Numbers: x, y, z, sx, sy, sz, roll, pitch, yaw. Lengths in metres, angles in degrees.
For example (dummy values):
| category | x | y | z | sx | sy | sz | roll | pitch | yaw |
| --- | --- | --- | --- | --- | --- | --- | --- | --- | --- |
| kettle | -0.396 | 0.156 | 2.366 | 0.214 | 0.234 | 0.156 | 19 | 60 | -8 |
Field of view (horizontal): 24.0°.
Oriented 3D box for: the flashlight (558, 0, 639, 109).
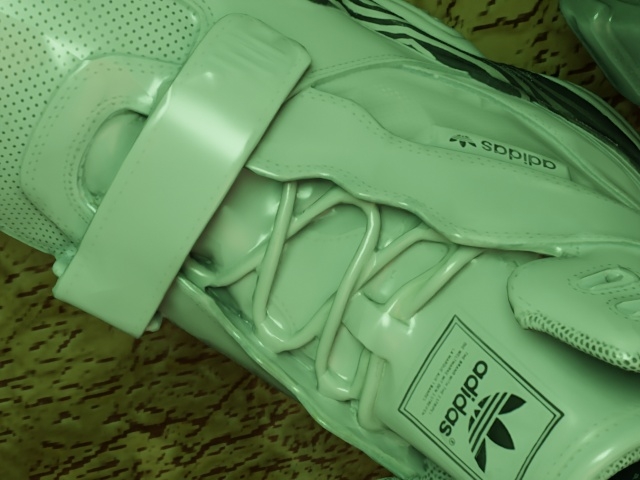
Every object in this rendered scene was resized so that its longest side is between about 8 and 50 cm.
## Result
| category | x | y | z | sx | sy | sz | roll | pitch | yaw |
| --- | --- | --- | --- | --- | --- | --- | --- | --- | --- |
| flashlight | 0.198 | -0.031 | 0.579 | 0.103 | 0.103 | 0.304 | -47 | 131 | 3 |

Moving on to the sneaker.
| category | x | y | z | sx | sy | sz | roll | pitch | yaw |
| --- | --- | --- | --- | --- | --- | --- | --- | --- | --- |
| sneaker | 0.000 | 0.000 | 0.485 | 0.366 | 0.210 | 0.137 | 18 | 116 | -27 |
